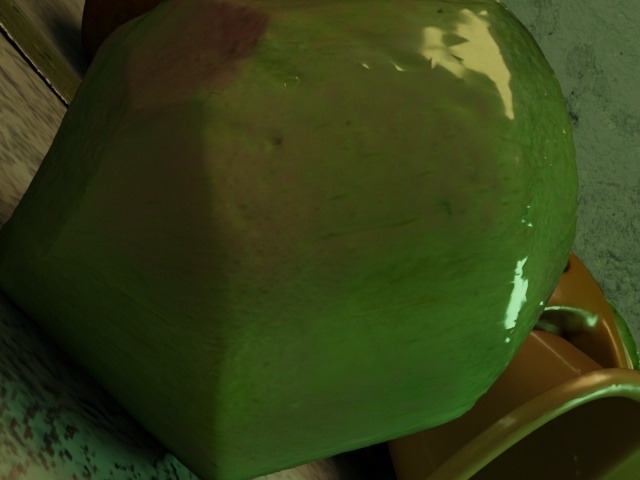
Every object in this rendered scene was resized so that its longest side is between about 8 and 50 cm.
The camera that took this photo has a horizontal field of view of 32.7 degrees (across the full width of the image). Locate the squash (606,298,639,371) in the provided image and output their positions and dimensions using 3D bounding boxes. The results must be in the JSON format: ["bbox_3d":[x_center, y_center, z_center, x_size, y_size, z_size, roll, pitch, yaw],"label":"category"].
[{"bbox_3d":[0.175,0.129,0.959,0.219,0.219,0.041,51,6,-10],"label":"squash"}]

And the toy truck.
[{"bbox_3d":[0.114,0.098,0.759,0.288,0.204,0.212,32,21,-54],"label":"toy truck"}]

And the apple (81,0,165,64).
[{"bbox_3d":[-0.085,-0.157,0.897,0.237,0.208,0.237,32,7,-4],"label":"apple"}]

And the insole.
[{"bbox_3d":[-0.128,-0.053,0.768,0.322,0.007,0.109,51,6,-15],"label":"insole"}]

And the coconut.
[{"bbox_3d":[-0.019,-0.008,0.455,0.236,0.235,0.205,-104,-171,-74],"label":"coconut"}]
